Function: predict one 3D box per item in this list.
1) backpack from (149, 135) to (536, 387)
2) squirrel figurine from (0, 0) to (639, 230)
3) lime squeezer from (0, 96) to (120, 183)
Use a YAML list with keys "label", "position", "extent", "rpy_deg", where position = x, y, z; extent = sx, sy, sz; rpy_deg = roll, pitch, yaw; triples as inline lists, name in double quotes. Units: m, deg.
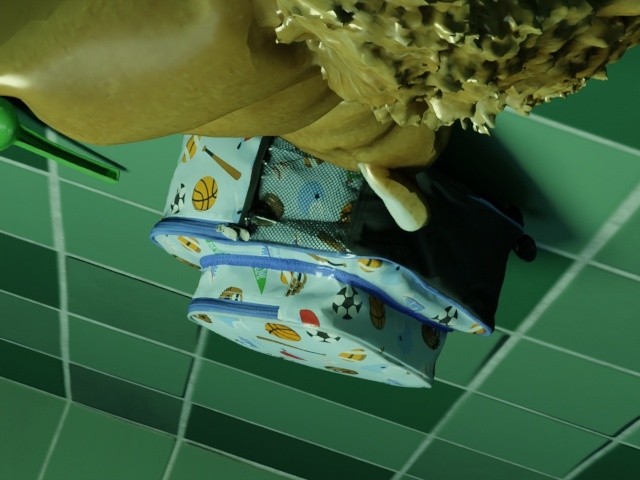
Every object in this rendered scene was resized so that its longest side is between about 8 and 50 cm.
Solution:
- label: "backpack"
  position: [0.000, 0.000, 1.476]
  extent: [0.263, 0.213, 0.276]
  rpy_deg: [17, 166, 38]
- label: "squirrel figurine"
  position: [0.015, -0.131, 1.008]
  extent: [0.397, 0.281, 0.370]
  rpy_deg: [8, 164, 35]
- label: "lime squeezer"
  position: [-0.289, -0.128, 1.620]
  extent: [0.110, 0.058, 0.310]
  rpy_deg: [-18, 149, 9]
